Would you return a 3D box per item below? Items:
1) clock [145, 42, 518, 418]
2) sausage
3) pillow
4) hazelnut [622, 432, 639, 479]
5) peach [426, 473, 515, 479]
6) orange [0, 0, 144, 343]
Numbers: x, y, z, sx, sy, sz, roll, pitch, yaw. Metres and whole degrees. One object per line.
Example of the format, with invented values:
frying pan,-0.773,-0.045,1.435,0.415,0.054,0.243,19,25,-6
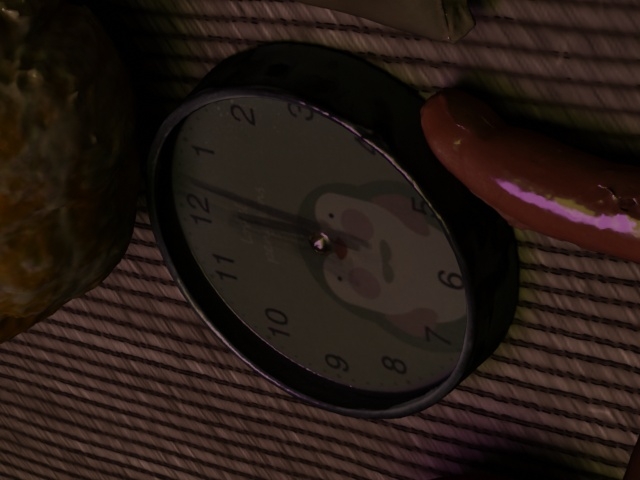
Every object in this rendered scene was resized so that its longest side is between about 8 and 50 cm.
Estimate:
clock,0.001,0.000,1.250,0.319,0.066,0.319,23,135,25
sausage,0.194,-0.026,1.060,0.304,0.078,0.078,23,134,24
pillow,0.010,-0.207,1.081,0.208,0.053,0.119,20,131,31
hazelnut,0.333,0.236,0.961,0.359,0.359,0.409,31,148,16
peach,0.108,0.316,1.283,0.281,0.238,0.281,-2,155,-1
orange,-0.252,-0.066,1.251,0.210,0.271,0.369,19,131,22
